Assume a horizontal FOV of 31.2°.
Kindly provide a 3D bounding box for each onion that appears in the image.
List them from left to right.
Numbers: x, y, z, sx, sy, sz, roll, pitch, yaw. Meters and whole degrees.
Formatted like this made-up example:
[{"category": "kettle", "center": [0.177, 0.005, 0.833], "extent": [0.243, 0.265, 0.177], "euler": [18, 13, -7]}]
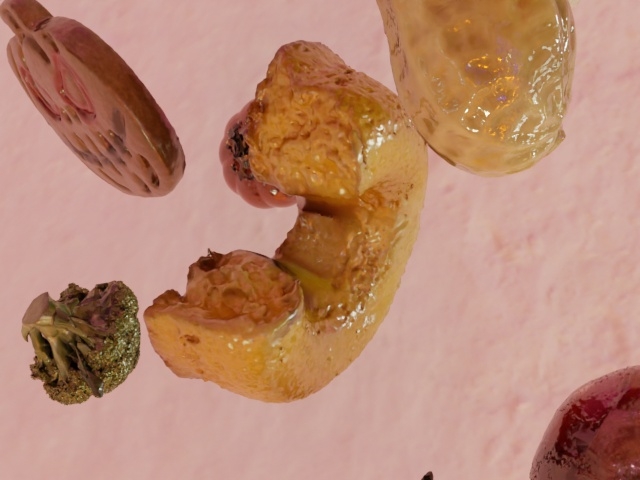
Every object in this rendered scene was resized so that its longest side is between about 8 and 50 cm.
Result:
[{"category": "onion", "center": [0.380, 0.281, 1.330], "extent": [0.276, 0.276, 0.276], "euler": [4, 80, -24]}]

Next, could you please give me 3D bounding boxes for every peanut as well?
[{"category": "peanut", "center": [0.109, -0.194, 0.840], "extent": [0.147, 0.147, 0.305], "euler": [-22, 103, -26]}]

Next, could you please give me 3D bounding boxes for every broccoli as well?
[{"category": "broccoli", "center": [-0.233, 0.095, 1.115], "extent": [0.120, 0.130, 0.131], "euler": [42, 63, -36]}]

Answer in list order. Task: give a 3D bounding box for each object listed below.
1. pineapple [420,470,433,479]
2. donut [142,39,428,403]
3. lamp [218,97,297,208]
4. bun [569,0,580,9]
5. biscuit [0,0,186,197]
[{"category": "pineapple", "center": [0.120, 0.372, 1.513], "extent": [0.111, 0.237, 0.119], "euler": [12, 71, -1]}, {"category": "donut", "center": [0.000, 0.000, 1.385], "extent": [0.378, 0.163, 0.435], "euler": [14, 101, -64]}, {"category": "lamp", "center": [-0.076, -0.138, 1.748], "extent": [0.140, 0.182, 0.182], "euler": [17, 71, -62]}, {"category": "bun", "center": [0.150, -0.385, 1.249], "extent": [0.365, 0.219, 0.365], "euler": [11, 76, -51]}, {"category": "biscuit", "center": [-0.317, -0.185, 1.510], "extent": [0.063, 0.367, 0.314], "euler": [-44, 113, -18]}]
